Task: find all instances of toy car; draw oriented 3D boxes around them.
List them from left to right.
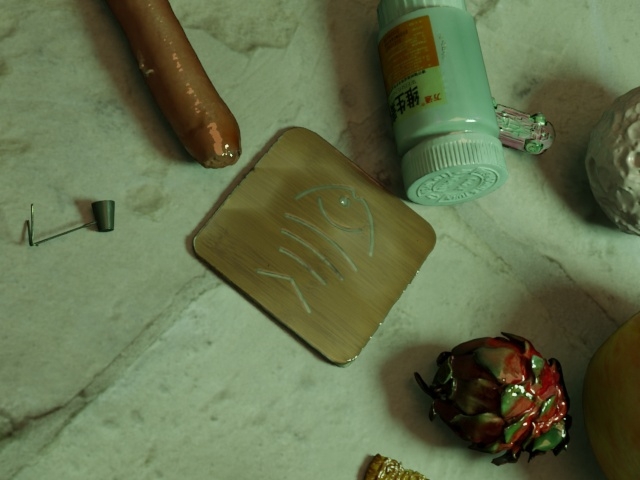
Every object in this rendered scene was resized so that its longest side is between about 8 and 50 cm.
[{"bbox_3d":[0.302,-0.176,1.825,0.142,0.055,0.069,18,55,-1],"label":"toy car"}]

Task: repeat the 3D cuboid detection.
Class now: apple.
[{"bbox_3d":[0.562,0.226,1.576,0.391,0.391,0.346,-26,72,-27],"label":"apple"}]

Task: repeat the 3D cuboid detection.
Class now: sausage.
[{"bbox_3d":[-0.230,-0.283,1.653,0.094,0.094,0.419,-26,79,-12],"label":"sausage"}]

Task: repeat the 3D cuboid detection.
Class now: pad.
[{"bbox_3d":[0.000,0.000,1.660,0.286,0.018,0.284,39,61,-2],"label":"pad"}]

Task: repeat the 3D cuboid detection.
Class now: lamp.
[{"bbox_3d":[-0.332,-0.022,1.539,0.121,0.041,0.054,-5,79,-26],"label":"lamp"}]

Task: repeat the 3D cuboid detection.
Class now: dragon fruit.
[{"bbox_3d":[0.247,0.214,1.580,0.188,0.182,0.182,35,59,-25],"label":"dragon fruit"}]

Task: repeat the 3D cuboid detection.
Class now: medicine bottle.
[{"bbox_3d":[0.178,-0.227,1.741,0.158,0.158,0.318,-1,69,-21],"label":"medicine bottle"}]

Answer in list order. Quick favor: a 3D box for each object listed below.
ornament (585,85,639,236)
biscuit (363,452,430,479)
[{"bbox_3d":[0.541,-0.132,1.780,0.259,0.259,0.225,-7,67,-23],"label":"ornament"},{"bbox_3d":[0.135,0.386,1.546,0.206,0.025,0.126,36,61,-3],"label":"biscuit"}]
